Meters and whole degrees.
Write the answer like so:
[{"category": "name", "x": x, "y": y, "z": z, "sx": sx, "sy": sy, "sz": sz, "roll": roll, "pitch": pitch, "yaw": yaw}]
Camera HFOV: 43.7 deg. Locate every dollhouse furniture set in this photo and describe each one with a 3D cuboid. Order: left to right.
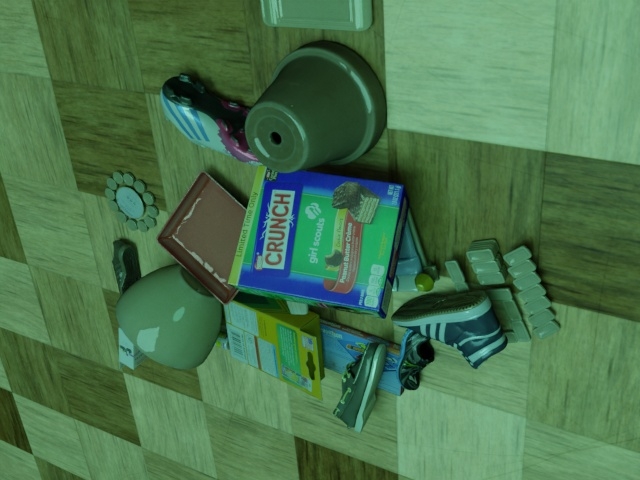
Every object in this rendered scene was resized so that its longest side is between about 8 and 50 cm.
[{"category": "dollhouse furniture set", "x": 0.071, "y": 0.011, "z": 1.729, "sx": 0.303, "sy": 0.198, "sz": 0.286, "roll": -4, "pitch": 115, "yaw": 36}]

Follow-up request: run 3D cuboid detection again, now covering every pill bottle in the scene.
[{"category": "pill bottle", "x": -0.287, "y": 0.278, "z": 2.248, "sx": 0.083, "sy": 0.043, "sz": 0.043, "roll": 15, "pitch": 125, "yaw": 27}]

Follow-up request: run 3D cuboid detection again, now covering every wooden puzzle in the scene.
[{"category": "wooden puzzle", "x": -0.013, "y": -0.527, "z": 1.561, "sx": 0.239, "sy": 0.044, "sz": 0.220, "roll": 9, "pitch": 122, "yaw": 25}]

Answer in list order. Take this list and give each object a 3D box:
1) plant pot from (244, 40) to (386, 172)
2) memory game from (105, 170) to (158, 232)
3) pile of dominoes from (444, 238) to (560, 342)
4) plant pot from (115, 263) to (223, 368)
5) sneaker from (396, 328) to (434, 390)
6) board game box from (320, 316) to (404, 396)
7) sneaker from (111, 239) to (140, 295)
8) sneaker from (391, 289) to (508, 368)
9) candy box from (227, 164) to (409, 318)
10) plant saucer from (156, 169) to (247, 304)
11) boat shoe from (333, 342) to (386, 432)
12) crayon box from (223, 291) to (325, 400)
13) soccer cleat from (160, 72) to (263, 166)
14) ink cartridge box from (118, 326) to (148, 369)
[{"category": "plant pot", "x": -0.031, "y": -0.244, "z": 1.620, "sx": 0.263, "sy": 0.229, "sz": 0.263, "roll": 18, "pitch": 127, "yaw": 25}, {"category": "memory game", "x": -0.519, "y": -0.105, "z": 2.190, "sx": 0.186, "sy": 0.012, "sz": 0.186, "roll": 17, "pitch": 126, "yaw": 25}, {"category": "pile of dominoes", "x": 0.393, "y": 0.110, "z": 1.695, "sx": 0.196, "sy": 0.040, "sz": 0.251, "roll": -9, "pitch": 120, "yaw": 38}, {"category": "plant pot", "x": -0.367, "y": 0.170, "z": 2.106, "sx": 0.284, "sy": 0.284, "sz": 0.191, "roll": 42, "pitch": 112, "yaw": 6}, {"category": "sneaker", "x": 0.227, "y": 0.284, "z": 1.881, "sx": 0.078, "sy": 0.067, "sz": 0.188, "roll": 23, "pitch": 126, "yaw": 29}, {"category": "board game box", "x": 0.082, "y": 0.285, "z": 2.009, "sx": 0.281, "sy": 0.027, "sz": 0.145, "roll": 17, "pitch": 128, "yaw": 25}, {"category": "sneaker", "x": -0.569, "y": 0.082, "z": 2.319, "sx": 0.071, "sy": 0.066, "sz": 0.188, "roll": 32, "pitch": 128, "yaw": 36}, {"category": "sneaker", "x": 0.283, "y": 0.199, "z": 1.751, "sx": 0.282, "sy": 0.099, "sz": 0.153, "roll": -13, "pitch": 114, "yaw": 53}, {"category": "candy box", "x": 0.000, "y": 0.000, "z": 1.644, "sx": 0.317, "sy": 0.268, "sz": 0.122, "roll": 9, "pitch": 167, "yaw": 15}, {"category": "plant saucer", "x": -0.258, "y": -0.009, "z": 2.014, "sx": 0.259, "sy": 0.048, "sz": 0.258, "roll": 42, "pitch": 119, "yaw": 5}, {"category": "boat shoe", "x": 0.093, "y": 0.354, "z": 1.953, "sx": 0.091, "sy": 0.109, "sz": 0.305, "roll": 23, "pitch": 133, "yaw": 15}, {"category": "crayon box", "x": -0.103, "y": 0.257, "z": 2.054, "sx": 0.323, "sy": 0.083, "sz": 0.203, "roll": 19, "pitch": 127, "yaw": 36}, {"category": "soccer cleat", "x": -0.231, "y": -0.257, "z": 1.845, "sx": 0.331, "sy": 0.116, "sz": 0.143, "roll": 36, "pitch": 148, "yaw": 14}, {"category": "ink cartridge box", "x": -0.553, "y": 0.313, "z": 2.413, "sx": 0.062, "sy": 0.104, "sz": 0.181, "roll": 26, "pitch": 130, "yaw": 20}]
